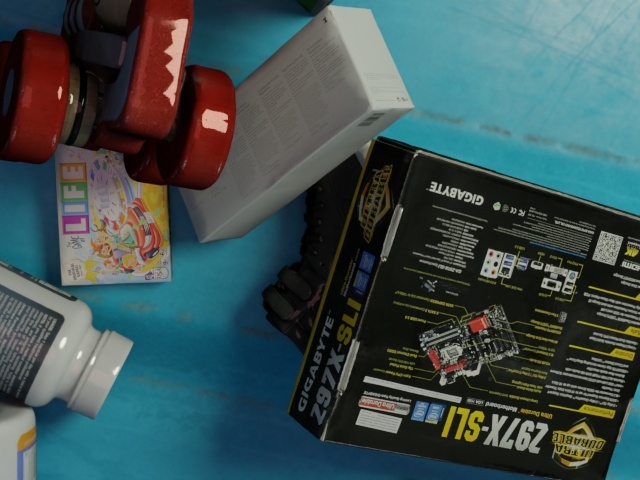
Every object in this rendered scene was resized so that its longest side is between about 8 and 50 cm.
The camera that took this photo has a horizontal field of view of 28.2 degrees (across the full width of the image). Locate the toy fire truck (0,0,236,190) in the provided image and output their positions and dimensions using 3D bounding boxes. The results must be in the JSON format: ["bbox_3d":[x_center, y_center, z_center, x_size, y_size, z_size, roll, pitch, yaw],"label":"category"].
[{"bbox_3d":[-0.166,-0.179,1.031,0.169,0.302,0.254,8,91,-22],"label":"toy fire truck"}]

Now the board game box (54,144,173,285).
[{"bbox_3d":[-0.193,-0.037,1.191,0.103,0.026,0.154,-2,97,-2],"label":"board game box"}]

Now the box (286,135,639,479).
[{"bbox_3d":[0.156,0.071,1.137,0.322,0.079,0.257,14,98,-29],"label":"box"}]

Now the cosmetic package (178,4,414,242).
[{"bbox_3d":[-0.033,-0.095,1.098,0.239,0.060,0.099,-34,73,39],"label":"cosmetic package"}]

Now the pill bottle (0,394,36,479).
[{"bbox_3d":[-0.335,0.286,1.160,0.152,0.152,0.272,1,97,-3],"label":"pill bottle"}]

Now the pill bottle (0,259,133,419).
[{"bbox_3d":[-0.269,0.089,1.162,0.180,0.108,0.108,27,95,-5],"label":"pill bottle"}]

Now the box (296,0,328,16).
[{"bbox_3d":[0.040,-0.313,1.053,0.231,0.262,0.127,-44,97,2],"label":"box"}]

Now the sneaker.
[{"bbox_3d":[0.000,0.000,1.165,0.146,0.104,0.296,-23,102,-5],"label":"sneaker"}]
